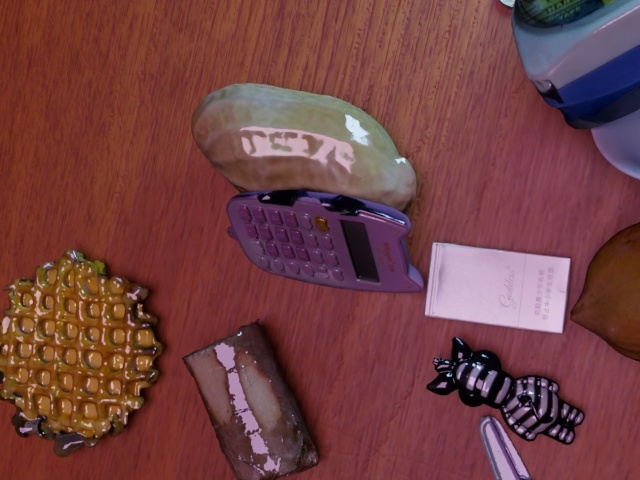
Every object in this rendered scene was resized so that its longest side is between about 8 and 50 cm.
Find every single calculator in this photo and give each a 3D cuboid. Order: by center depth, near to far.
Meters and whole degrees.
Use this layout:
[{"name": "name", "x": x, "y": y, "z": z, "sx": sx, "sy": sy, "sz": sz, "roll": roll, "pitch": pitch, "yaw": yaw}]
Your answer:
[{"name": "calculator", "x": 0.000, "y": -0.001, "z": 1.441, "sx": 0.294, "sy": 0.194, "sz": 0.043, "roll": 7, "pitch": 54, "yaw": 21}]

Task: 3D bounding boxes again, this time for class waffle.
[{"name": "waffle", "x": -0.395, "y": 0.180, "z": 1.608, "sx": 0.329, "sy": 0.062, "sz": 0.329, "roll": 0, "pitch": 91, "yaw": 16}]

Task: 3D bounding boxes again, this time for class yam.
[{"name": "yam", "x": -0.103, "y": 0.246, "z": 1.489, "sx": 0.128, "sy": 0.129, "sz": 0.238, "roll": -21, "pitch": 82, "yaw": -20}]

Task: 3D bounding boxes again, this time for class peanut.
[{"name": "peanut", "x": -0.025, "y": -0.131, "z": 1.452, "sx": 0.340, "sy": 0.158, "sz": 0.174, "roll": 9, "pitch": 68, "yaw": 13}]

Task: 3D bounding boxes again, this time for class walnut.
[{"name": "walnut", "x": 0.460, "y": 0.050, "z": 1.280, "sx": 0.298, "sy": 0.203, "sz": 0.203, "roll": -14, "pitch": 85, "yaw": 15}]

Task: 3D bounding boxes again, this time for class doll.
[{"name": "doll", "x": 0.257, "y": 0.212, "z": 1.405, "sx": 0.219, "sy": 0.067, "sz": 0.091, "roll": 26, "pitch": 85, "yaw": 8}]

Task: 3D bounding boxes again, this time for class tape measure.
[{"name": "tape measure", "x": 0.375, "y": -0.304, "z": 1.277, "sx": 0.259, "sy": 0.138, "sz": 0.262, "roll": -28, "pitch": 43, "yaw": 26}]

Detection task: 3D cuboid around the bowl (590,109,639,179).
[{"name": "bowl", "x": 0.524, "y": -0.172, "z": 1.255, "sx": 0.345, "sy": 0.157, "sz": 0.345, "roll": -28, "pitch": 41, "yaw": 28}]

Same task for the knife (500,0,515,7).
[{"name": "knife", "x": 0.276, "y": -0.476, "z": 1.435, "sx": 0.043, "sy": 0.020, "sz": 0.293, "roll": 5, "pitch": 91, "yaw": 15}]

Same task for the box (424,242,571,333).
[{"name": "box", "x": 0.249, "y": 0.066, "z": 1.430, "sx": 0.198, "sy": 0.029, "sz": 0.109, "roll": 6, "pitch": 91, "yaw": 16}]

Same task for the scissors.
[{"name": "scissors", "x": 0.284, "y": 0.365, "z": 1.414, "sx": 0.125, "sy": 0.030, "sz": 0.256, "roll": -25, "pitch": 82, "yaw": 12}]
